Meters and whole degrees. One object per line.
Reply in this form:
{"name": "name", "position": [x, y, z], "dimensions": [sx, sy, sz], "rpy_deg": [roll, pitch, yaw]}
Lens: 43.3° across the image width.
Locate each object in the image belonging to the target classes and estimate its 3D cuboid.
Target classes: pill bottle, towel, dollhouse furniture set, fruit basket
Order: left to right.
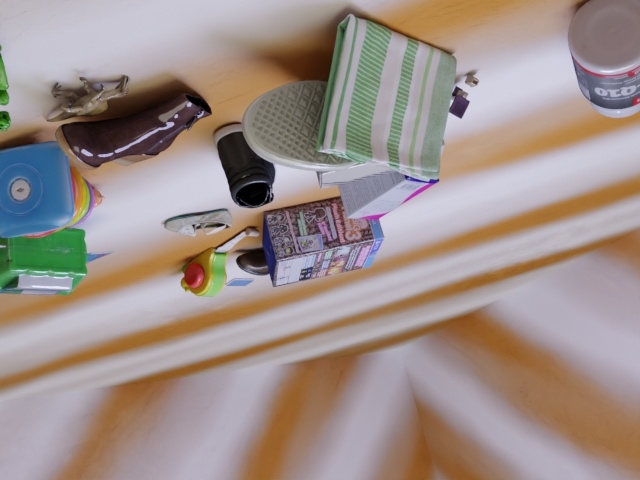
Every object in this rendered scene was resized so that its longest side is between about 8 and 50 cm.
{"name": "fruit basket", "position": [-0.695, 0.070, 1.814], "dimensions": [0.353, 0.165, 0.327], "rpy_deg": [-25, 159, 36]}
{"name": "towel", "position": [0.130, -0.247, 1.444], "dimensions": [0.038, 0.248, 0.325], "rpy_deg": [12, -176, 44]}
{"name": "dollhouse furniture set", "position": [0.248, -0.319, 1.660], "dimensions": [0.114, 0.091, 0.081], "rpy_deg": [22, -174, -27]}
{"name": "pill bottle", "position": [0.582, -0.351, 1.584], "dimensions": [0.161, 0.161, 0.283], "rpy_deg": [-21, 160, 18]}

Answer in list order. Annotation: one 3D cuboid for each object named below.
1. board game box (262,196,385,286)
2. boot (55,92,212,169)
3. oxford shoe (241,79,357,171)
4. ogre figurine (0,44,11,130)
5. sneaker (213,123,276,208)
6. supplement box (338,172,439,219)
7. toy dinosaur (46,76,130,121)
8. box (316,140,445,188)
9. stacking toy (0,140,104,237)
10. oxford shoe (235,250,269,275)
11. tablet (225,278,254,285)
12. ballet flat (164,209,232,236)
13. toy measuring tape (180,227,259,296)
{"name": "board game box", "position": [0.000, 0.000, 2.175], "dimensions": [0.291, 0.141, 0.232], "rpy_deg": [-12, 161, -11]}
{"name": "boot", "position": [-0.321, -0.206, 1.408], "dimensions": [0.207, 0.090, 0.248], "rpy_deg": [-29, 173, 16]}
{"name": "oxford shoe", "position": [0.033, -0.212, 1.498], "dimensions": [0.449, 0.169, 0.130], "rpy_deg": [-17, -178, -41]}
{"name": "ogre figurine", "position": [-0.528, -0.224, 1.201], "dimensions": [0.118, 0.097, 0.197], "rpy_deg": [-19, 176, -26]}
{"name": "sneaker", "position": [-0.145, -0.121, 1.707], "dimensions": [0.104, 0.147, 0.296], "rpy_deg": [-18, 162, 4]}
{"name": "supplement box", "position": [0.157, -0.143, 1.933], "dimensions": [0.111, 0.114, 0.220], "rpy_deg": [2, 154, -43]}
{"name": "toy dinosaur", "position": [-0.405, -0.226, 1.353], "dimensions": [0.183, 0.053, 0.092], "rpy_deg": [-21, 162, 16]}
{"name": "box", "position": [0.119, -0.203, 1.735], "dimensions": [0.275, 0.113, 0.094], "rpy_deg": [-12, 162, -4]}
{"name": "stacking toy", "position": [-0.508, -0.086, 1.577], "dimensions": [0.175, 0.166, 0.302], "rpy_deg": [-8, 177, 9]}
{"name": "oxford shoe", "position": [-0.136, 0.045, 2.329], "dimensions": [0.227, 0.083, 0.096], "rpy_deg": [-3, 140, -33]}
{"name": "tablet", "position": [-0.256, 0.133, 2.573], "dimensions": [0.083, 0.006, 0.054], "rpy_deg": [3, 154, -44]}
{"name": "ballet flat", "position": [-0.298, -0.037, 1.977], "dimensions": [0.168, 0.052, 0.057], "rpy_deg": [-12, 161, -8]}
{"name": "toy measuring tape", "position": [-0.278, 0.078, 2.230], "dimensions": [0.330, 0.121, 0.121], "rpy_deg": [-29, 157, 36]}
